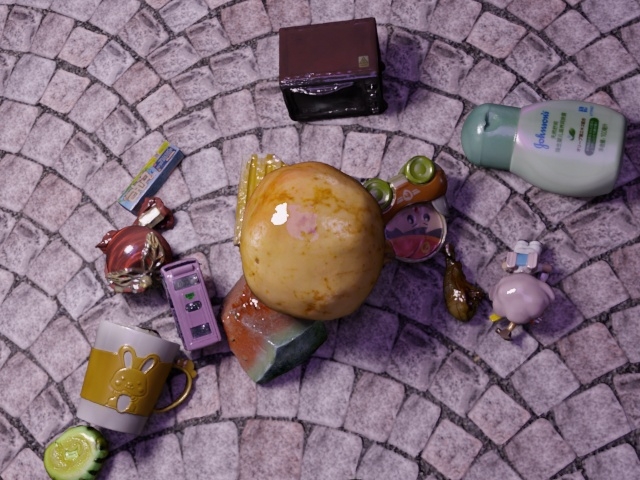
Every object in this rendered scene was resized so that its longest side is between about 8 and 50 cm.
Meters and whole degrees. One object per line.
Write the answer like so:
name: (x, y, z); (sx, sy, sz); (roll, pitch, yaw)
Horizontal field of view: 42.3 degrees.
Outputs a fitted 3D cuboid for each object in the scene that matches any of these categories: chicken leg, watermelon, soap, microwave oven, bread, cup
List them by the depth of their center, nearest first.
bread: (-0.528, 0.469, 1.798); (0.130, 0.071, 0.139); (28, 79, 20)
cup: (-0.397, 0.302, 1.799); (0.241, 0.185, 0.226); (22, 79, -16)
chicken leg: (0.305, 0.089, 1.808); (0.093, 0.070, 0.178); (-7, 63, -12)
watermelon: (-0.134, 0.172, 1.831); (0.192, 0.140, 0.257); (-37, 61, -13)
soap: (-0.122, -0.088, 1.931); (0.140, 0.073, 0.232); (1, 70, 8)
microwave oven: (0.029, -0.393, 1.960); (0.247, 0.178, 0.188); (-6, 70, 7)

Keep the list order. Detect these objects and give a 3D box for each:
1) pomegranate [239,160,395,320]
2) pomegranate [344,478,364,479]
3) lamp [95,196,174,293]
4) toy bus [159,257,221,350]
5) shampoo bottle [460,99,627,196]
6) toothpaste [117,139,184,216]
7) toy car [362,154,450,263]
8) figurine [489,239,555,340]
pomegranate: (0.000, 0.000, 1.711); (0.342, 0.342, 0.343); (-3, 70, 8)
pomegranate: (0.061, 0.583, 1.611); (0.263, 0.211, 0.211); (-49, 66, 27)
lamp: (-0.416, 0.016, 1.902); (0.215, 0.151, 0.223); (-35, 67, -8)
toy bus: (-0.287, 0.141, 1.828); (0.096, 0.108, 0.199); (-17, 93, -13)
shampoo bottle: (0.488, -0.217, 1.839); (0.349, 0.151, 0.222); (11, 75, 14)
toothpaste: (-0.421, -0.158, 2.020); (0.070, 0.044, 0.193); (33, 78, 18)
toy car: (0.200, -0.058, 1.852); (0.235, 0.145, 0.235); (0, 87, -2)
figurine: (0.432, 0.098, 1.762); (0.137, 0.112, 0.229); (8, 62, 17)
